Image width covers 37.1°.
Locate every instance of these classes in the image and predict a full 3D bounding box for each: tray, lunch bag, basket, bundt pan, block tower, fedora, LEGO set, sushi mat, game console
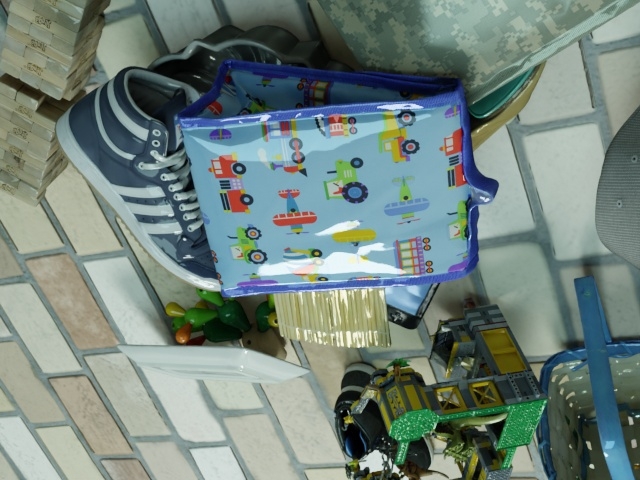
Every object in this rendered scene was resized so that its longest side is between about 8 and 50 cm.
[{"bbox_3d":[-0.161,0.181,1.384,0.270,0.030,0.145,-4,158,39],"label":"tray"},{"bbox_3d":[0.032,-0.057,0.970,0.293,0.138,0.221,4,127,18],"label":"lunch bag"},{"bbox_3d":[0.363,0.220,1.170,0.201,0.255,0.289,-9,132,17],"label":"basket"},{"bbox_3d":[-0.068,-0.116,1.156,0.330,0.124,0.331,9,127,12],"label":"bundt pan"},{"bbox_3d":[-0.351,-0.203,1.214,0.091,0.097,0.335,27,128,-1],"label":"block tower"},{"bbox_3d":[0.381,-0.070,1.005,0.124,0.243,0.276,31,120,38],"label":"fedora"},{"bbox_3d":[0.147,0.224,1.272,0.254,0.192,0.331,-13,135,-8],"label":"LEGO set"},{"bbox_3d":[0.152,-0.278,0.922,0.287,0.169,0.235,-26,106,36],"label":"lunch bag"},{"bbox_3d":[0.000,0.000,1.126,0.151,0.019,0.317,4,126,18],"label":"sushi mat"},{"bbox_3d":[0.087,0.071,1.264,0.124,0.085,0.144,23,130,2],"label":"game console"}]

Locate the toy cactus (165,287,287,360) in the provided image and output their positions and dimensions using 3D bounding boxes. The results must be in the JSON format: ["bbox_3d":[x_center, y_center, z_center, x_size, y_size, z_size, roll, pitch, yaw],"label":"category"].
[{"bbox_3d":[-0.113,0.124,1.376,0.219,0.112,0.180,-27,123,24],"label":"toy cactus"}]

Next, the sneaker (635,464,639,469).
[{"bbox_3d":[0.470,0.377,1.354,0.092,0.088,0.225,19,129,4],"label":"sneaker"}]

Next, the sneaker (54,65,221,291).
[{"bbox_3d":[-0.160,-0.070,1.081,0.282,0.099,0.153,47,128,-13],"label":"sneaker"}]

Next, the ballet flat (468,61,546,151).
[{"bbox_3d":[0.175,-0.142,1.089,0.232,0.080,0.073,-40,144,28],"label":"ballet flat"}]

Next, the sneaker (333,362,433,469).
[{"bbox_3d":[0.085,0.298,1.410,0.079,0.121,0.217,-22,115,33],"label":"sneaker"}]
